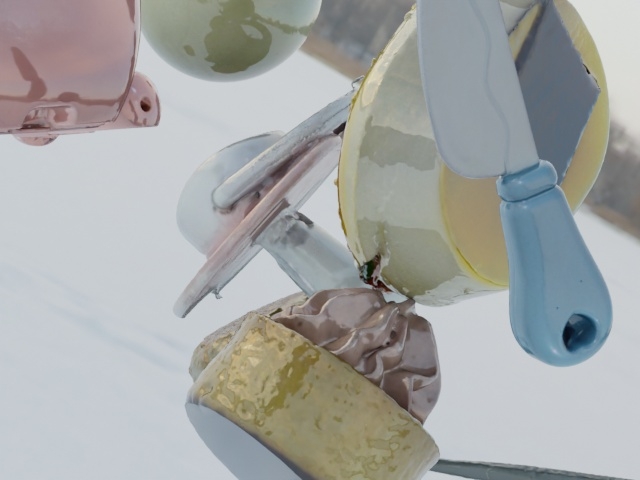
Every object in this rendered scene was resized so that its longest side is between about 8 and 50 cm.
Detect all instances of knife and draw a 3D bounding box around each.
[{"bbox_3d":[0.083,-0.047,0.686,0.244,0.058,0.032,68,-11,-20],"label":"knife"}]

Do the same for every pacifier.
[{"bbox_3d":[-0.033,-0.008,1.456,0.220,0.273,0.332,-11,5,10],"label":"pacifier"}]

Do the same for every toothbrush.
[{"bbox_3d":[0.192,0.224,1.397,0.297,0.030,0.030,8,19,12],"label":"toothbrush"}]

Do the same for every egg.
[{"bbox_3d":[-0.094,-0.263,1.551,0.186,0.186,0.241,31,26,15],"label":"egg"}]

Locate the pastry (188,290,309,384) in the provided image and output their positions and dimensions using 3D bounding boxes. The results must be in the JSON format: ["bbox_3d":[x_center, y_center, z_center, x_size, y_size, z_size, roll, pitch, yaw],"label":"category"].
[{"bbox_3d":[-0.061,0.124,1.717,0.093,0.192,0.182,66,13,-2],"label":"pastry"}]

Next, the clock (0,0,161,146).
[{"bbox_3d":[-0.192,-0.168,0.781,0.142,0.241,0.227,-1,5,41],"label":"clock"}]

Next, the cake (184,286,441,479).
[{"bbox_3d":[0.014,0.120,1.126,0.185,0.178,0.208,31,-25,29],"label":"cake"}]

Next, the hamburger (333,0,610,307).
[{"bbox_3d":[0.115,-0.083,1.178,0.151,0.295,0.227,7,-47,40],"label":"hamburger"}]
